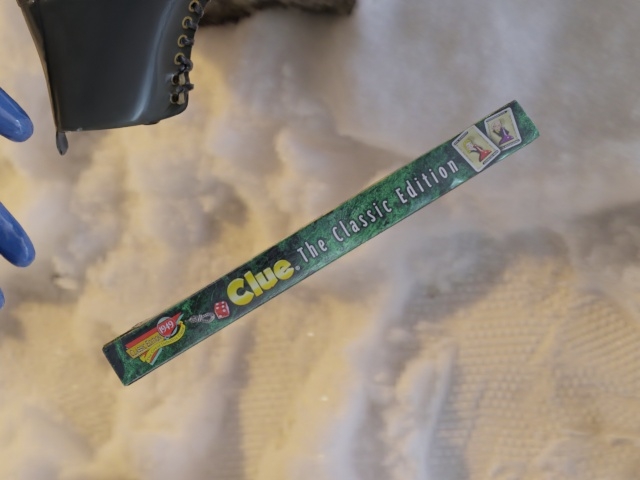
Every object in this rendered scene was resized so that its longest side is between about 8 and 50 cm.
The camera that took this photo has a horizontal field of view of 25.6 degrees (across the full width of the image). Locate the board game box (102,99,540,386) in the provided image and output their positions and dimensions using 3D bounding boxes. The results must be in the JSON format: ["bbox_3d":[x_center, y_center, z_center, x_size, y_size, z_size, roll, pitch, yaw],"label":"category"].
[{"bbox_3d":[0.000,0.000,0.811,0.260,0.136,0.030,-31,93,0],"label":"board game box"}]

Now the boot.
[{"bbox_3d":[-0.060,-0.129,0.729,0.198,0.077,0.137,-11,99,3],"label":"boot"}]

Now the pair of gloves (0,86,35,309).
[{"bbox_3d":[-0.197,-0.014,0.475,0.159,0.198,0.023,59,159,-10],"label":"pair of gloves"}]
